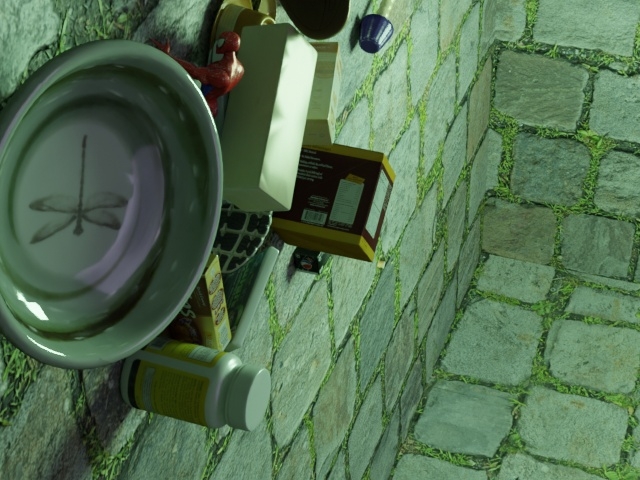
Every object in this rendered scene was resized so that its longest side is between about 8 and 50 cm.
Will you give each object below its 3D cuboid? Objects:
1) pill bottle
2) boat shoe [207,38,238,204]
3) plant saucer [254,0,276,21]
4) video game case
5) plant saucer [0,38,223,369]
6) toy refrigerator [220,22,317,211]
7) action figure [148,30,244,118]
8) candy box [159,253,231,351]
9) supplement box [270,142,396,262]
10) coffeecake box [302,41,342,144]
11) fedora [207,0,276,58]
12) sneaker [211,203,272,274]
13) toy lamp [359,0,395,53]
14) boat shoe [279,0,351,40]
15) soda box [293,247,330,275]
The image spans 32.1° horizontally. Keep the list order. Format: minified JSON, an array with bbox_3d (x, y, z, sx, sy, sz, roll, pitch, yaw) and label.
[{"bbox_3d":[-0.191,0.222,1.716,0.119,0.209,0.119,12,90,-72],"label":"pill bottle"},{"bbox_3d":[-0.170,-0.186,1.729,0.095,0.084,0.258,5,88,-69],"label":"boat shoe"},{"bbox_3d":[-0.099,-0.389,1.931,0.083,0.015,0.083,12,90,-72],"label":"plant saucer"},{"bbox_3d":[-0.148,0.113,1.918,0.173,0.022,0.190,-28,-144,56],"label":"video game case"},{"bbox_3d":[-0.283,-0.047,1.356,0.400,0.101,0.400,-25,122,-49],"label":"plant saucer"},{"bbox_3d":[-0.087,-0.187,1.702,0.102,0.094,0.269,36,59,-57],"label":"toy refrigerator"},{"bbox_3d":[-0.205,-0.197,1.636,0.280,0.139,0.091,-62,174,27],"label":"action figure"},{"bbox_3d":[-0.207,0.094,1.750,0.186,0.109,0.053,85,24,-43],"label":"candy box"},{"bbox_3d":[0.027,-0.082,2.222,0.129,0.191,0.194,51,54,-68],"label":"supplement box"},{"bbox_3d":[-0.043,-0.255,1.918,0.068,0.142,0.185,79,15,-53],"label":"coffeecake box"},{"bbox_3d":[-0.116,-0.315,1.819,0.194,0.079,0.194,12,90,-73],"label":"fedora"},{"bbox_3d":[-0.122,-0.051,1.945,0.110,0.107,0.275,90,19,-59],"label":"sneaker"},{"bbox_3d":[0.148,-0.534,2.505,0.080,0.080,0.274,76,28,-54],"label":"toy lamp"},{"bbox_3d":[-0.032,-0.467,1.739,0.110,0.122,0.341,42,30,-81],"label":"boat shoe"},{"bbox_3d":[0.000,0.000,2.408,0.169,0.060,0.053,-59,153,-45],"label":"soda box"}]
